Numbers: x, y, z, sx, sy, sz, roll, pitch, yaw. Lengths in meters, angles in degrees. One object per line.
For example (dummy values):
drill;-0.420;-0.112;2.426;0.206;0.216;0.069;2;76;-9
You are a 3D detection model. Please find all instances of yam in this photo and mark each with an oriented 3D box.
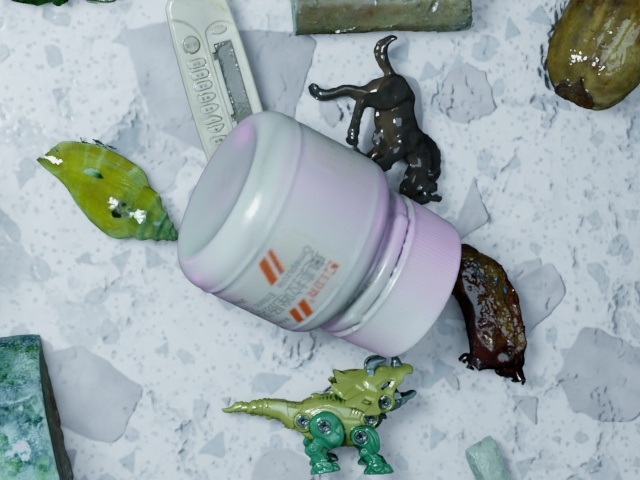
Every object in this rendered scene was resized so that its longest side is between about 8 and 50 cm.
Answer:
yam;0.083;-0.317;1.791;0.259;0.093;0.093;-3;92;-12

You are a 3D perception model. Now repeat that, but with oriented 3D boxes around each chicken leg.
chicken leg;0.221;0.093;1.845;0.105;0.063;0.233;-18;93;-16

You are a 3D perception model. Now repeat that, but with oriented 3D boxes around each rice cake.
rice cake;0.264;0.388;1.868;0.045;0.042;0.245;-26;97;-22

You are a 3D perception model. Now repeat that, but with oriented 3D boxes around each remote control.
remote control;-0.137;-0.215;1.766;0.090;0.049;0.230;-18;101;-10

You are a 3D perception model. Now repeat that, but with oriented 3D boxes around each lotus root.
lotus root;0.407;-0.298;1.844;0.145;0.128;0.260;31;83;-1

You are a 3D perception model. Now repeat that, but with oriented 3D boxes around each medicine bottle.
medicine bottle;0.000;0.000;1.702;0.302;0.241;0.241;27;85;-21

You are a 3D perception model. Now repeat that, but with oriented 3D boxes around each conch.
conch;-0.263;-0.059;1.737;0.200;0.079;0.095;49;62;-1

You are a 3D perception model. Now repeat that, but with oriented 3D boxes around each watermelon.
watermelon;-0.397;0.314;1.662;0.229;0.258;0.387;-15;51;3

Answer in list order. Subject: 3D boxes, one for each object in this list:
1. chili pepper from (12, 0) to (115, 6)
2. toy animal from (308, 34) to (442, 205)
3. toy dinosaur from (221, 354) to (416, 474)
chili pepper;-0.386;-0.364;1.704;0.279;0.065;0.122;43;86;-6
toy animal;0.085;-0.150;1.811;0.148;0.084;0.232;-20;97;-24
toy dinosaur;0.003;0.240;1.791;0.259;0.094;0.153;-9;93;-4
